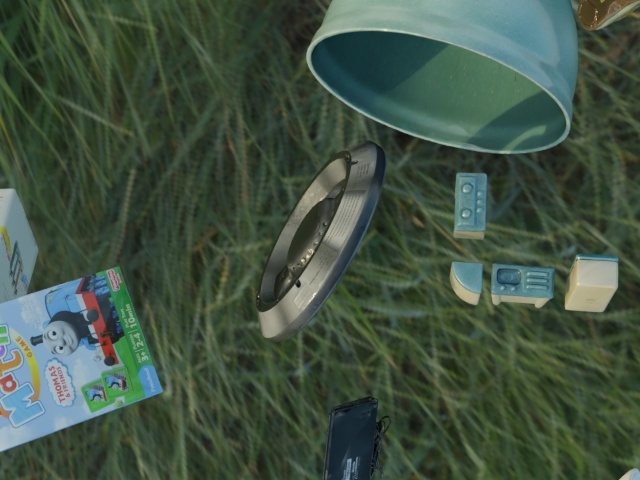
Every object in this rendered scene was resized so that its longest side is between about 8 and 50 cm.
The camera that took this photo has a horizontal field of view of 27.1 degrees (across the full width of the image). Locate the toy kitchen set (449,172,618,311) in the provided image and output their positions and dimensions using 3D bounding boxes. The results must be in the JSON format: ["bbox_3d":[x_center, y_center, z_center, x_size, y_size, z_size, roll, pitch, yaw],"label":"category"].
[{"bbox_3d":[0.277,-0.006,1.738,0.207,0.122,0.166,3,73,3],"label":"toy kitchen set"}]

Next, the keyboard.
[{"bbox_3d":[0.038,0.289,1.733,0.100,0.038,0.192,-8,116,-32],"label":"keyboard"}]

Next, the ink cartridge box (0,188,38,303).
[{"bbox_3d":[-0.448,0.038,1.683,0.128,0.176,0.127,-1,138,6],"label":"ink cartridge box"}]

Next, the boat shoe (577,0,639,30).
[{"bbox_3d":[0.438,-0.355,1.835,0.072,0.190,0.068,-11,79,-33],"label":"boat shoe"}]

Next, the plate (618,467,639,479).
[{"bbox_3d":[0.244,0.375,1.085,0.277,0.045,0.278,63,40,-35],"label":"plate"}]

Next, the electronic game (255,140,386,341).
[{"bbox_3d":[0.000,0.000,1.363,0.048,0.229,0.229,29,101,-14],"label":"electronic game"}]

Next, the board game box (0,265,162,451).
[{"bbox_3d":[-0.306,0.136,1.526,0.211,0.039,0.160,-19,87,-27],"label":"board game box"}]

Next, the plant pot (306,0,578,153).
[{"bbox_3d":[0.153,-0.244,1.447,0.293,0.293,0.196,27,73,-30],"label":"plant pot"}]
